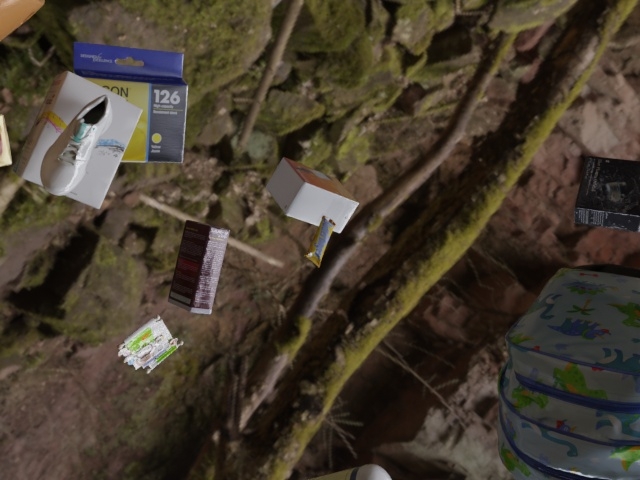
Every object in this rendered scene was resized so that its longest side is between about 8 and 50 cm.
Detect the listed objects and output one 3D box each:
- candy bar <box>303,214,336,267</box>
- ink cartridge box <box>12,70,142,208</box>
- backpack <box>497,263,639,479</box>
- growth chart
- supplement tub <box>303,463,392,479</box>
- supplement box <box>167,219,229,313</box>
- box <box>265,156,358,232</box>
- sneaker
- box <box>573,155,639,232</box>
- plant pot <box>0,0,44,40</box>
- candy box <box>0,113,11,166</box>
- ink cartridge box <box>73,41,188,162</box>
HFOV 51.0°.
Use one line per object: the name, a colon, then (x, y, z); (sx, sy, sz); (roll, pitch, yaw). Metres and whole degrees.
candy bar: (0.000, 0.000, 1.442); (0.018, 0.040, 0.161); (-49, -169, 38)
ink cartridge box: (-0.514, -0.213, 1.417); (0.171, 0.168, 0.232); (19, -95, 59)
backpack: (0.353, 0.167, 0.818); (0.290, 0.273, 0.355); (18, -133, 36)
growth chart: (-0.519, 0.320, 2.038); (0.172, 0.021, 0.237); (-44, 152, -17)
supplement tub: (0.001, 0.619, 1.409); (0.325, 0.235, 0.235); (-19, -156, 15)
supplement box: (-0.339, 0.071, 1.860); (0.130, 0.073, 0.239); (14, -89, 47)
box: (-0.020, -0.106, 1.583); (0.091, 0.170, 0.130); (-57, -140, 18)
sneaker: (-0.456, -0.187, 1.256); (0.094, 0.080, 0.212); (-26, -140, 62)
box: (0.731, -0.118, 1.679); (0.158, 0.093, 0.156); (10, -112, 24)
plant pot: (-0.639, -0.474, 1.199); (0.203, 0.291, 0.291); (-26, -164, -1)
candy box: (-0.644, -0.134, 0.964); (0.183, 0.087, 0.316); (23, -149, 36)
ink cartridge box: (-0.517, -0.368, 1.835); (0.072, 0.303, 0.307); (32, -60, 55)
